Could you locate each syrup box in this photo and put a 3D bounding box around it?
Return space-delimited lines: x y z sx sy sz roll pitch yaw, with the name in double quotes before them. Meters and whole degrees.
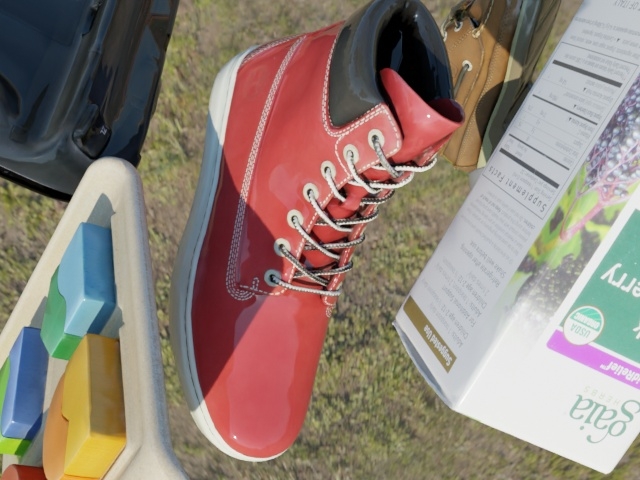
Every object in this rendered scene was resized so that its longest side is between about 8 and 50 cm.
"syrup box" 0.139 -0.024 0.399 0.093 0.096 0.237 25 102 -20

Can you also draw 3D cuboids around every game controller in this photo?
"game controller" -0.171 -0.168 0.563 0.166 0.067 0.319 20 48 -19

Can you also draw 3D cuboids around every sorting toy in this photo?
"sorting toy" -0.133 0.088 0.445 0.038 0.193 0.208 14 38 -34

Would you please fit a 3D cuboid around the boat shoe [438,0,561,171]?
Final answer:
"boat shoe" 0.159 -0.185 0.851 0.104 0.307 0.111 25 48 18

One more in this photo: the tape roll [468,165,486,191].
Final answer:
"tape roll" 0.238 -0.035 0.745 0.219 0.219 0.072 -6 89 -2

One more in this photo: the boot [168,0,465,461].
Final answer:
"boot" 0.000 0.000 0.463 0.088 0.176 0.245 9 83 -35
